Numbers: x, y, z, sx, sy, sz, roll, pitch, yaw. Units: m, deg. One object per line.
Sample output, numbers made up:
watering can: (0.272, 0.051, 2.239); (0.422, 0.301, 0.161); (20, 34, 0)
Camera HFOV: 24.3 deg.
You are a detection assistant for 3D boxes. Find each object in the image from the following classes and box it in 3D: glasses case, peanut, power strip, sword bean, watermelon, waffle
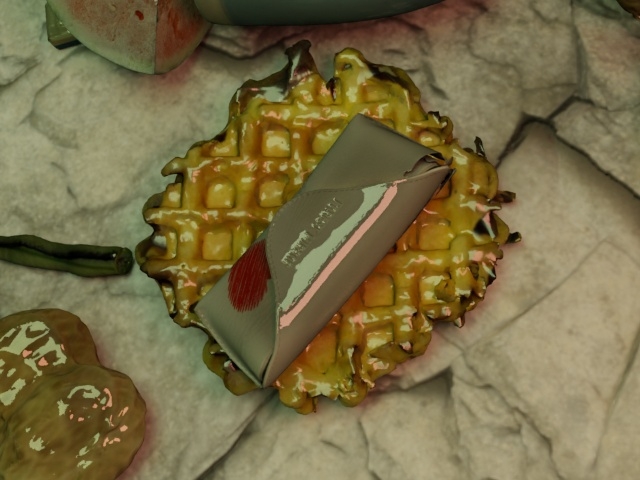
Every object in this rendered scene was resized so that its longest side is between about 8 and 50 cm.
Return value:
glasses case: (-0.002, -0.001, 1.516); (0.128, 0.083, 0.308); (37, 82, 20)
peanut: (-0.304, 0.185, 1.631); (0.196, 0.110, 0.233); (-43, 64, 6)
power strip: (-0.277, -0.278, 1.820); (0.123, 0.032, 0.056); (-13, 70, 13)
sword bean: (-0.344, 0.008, 1.744); (0.269, 0.038, 0.043); (10, 81, 22)
watermelon: (-0.212, -0.359, 1.745); (0.188, 0.175, 0.322); (17, 86, 21)
waffle: (0.002, -0.011, 1.608); (0.382, 0.095, 0.380); (-42, 65, -2)

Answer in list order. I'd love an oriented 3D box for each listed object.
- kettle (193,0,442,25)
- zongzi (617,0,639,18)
kettle: (0.050, -0.382, 1.657); (0.342, 0.247, 0.320); (3, 47, 11)
zongzi: (0.489, -0.354, 1.491); (0.392, 0.174, 0.356); (12, 57, 15)
